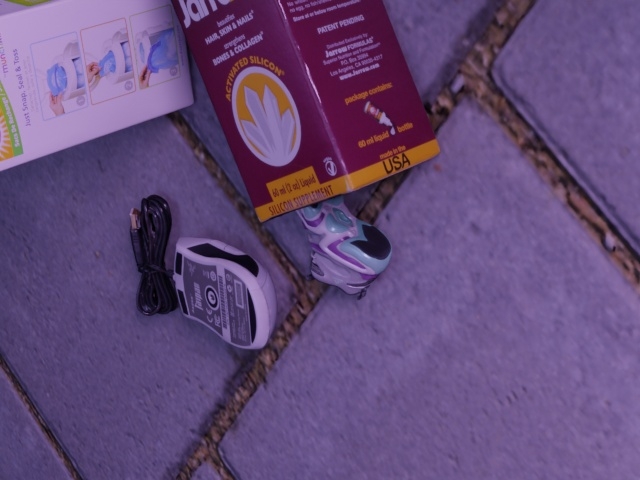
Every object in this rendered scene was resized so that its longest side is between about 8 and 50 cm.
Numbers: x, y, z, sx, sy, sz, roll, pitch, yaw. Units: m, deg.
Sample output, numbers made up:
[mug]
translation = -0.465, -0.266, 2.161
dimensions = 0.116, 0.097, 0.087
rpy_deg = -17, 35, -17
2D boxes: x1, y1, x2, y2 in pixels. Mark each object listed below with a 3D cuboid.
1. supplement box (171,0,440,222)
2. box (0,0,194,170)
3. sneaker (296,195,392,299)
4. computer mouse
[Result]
[supplement box]
translation = -0.017, -0.118, 0.832
dimensions = 0.104, 0.081, 0.188
rpy_deg = -17, 96, 53
[box]
translation = -0.207, -0.125, 0.954
dimensions = 0.114, 0.203, 0.103
rpy_deg = 19, 124, 44
[sneaker]
translation = 0.000, 0.000, 0.913
dimensions = 0.098, 0.038, 0.069
rpy_deg = 49, 139, 20
[computer mouse]
translation = -0.083, 0.032, 1.032
dimensions = 0.193, 0.042, 0.106
rpy_deg = 23, 122, 48
